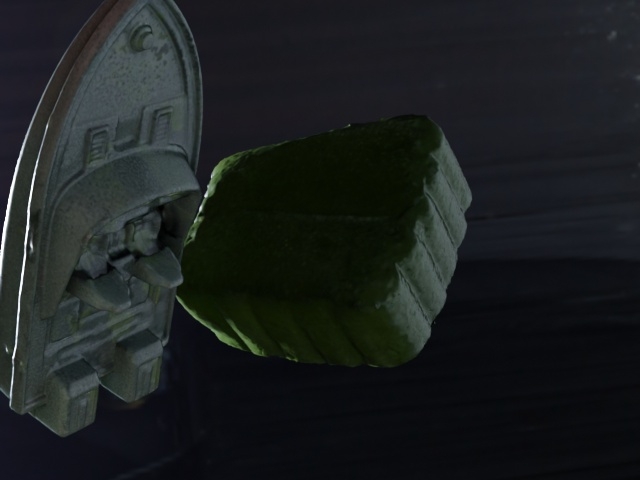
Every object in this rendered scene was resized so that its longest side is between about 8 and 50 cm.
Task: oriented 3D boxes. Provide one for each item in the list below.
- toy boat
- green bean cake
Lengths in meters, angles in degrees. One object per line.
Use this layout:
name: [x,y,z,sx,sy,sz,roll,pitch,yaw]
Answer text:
toy boat: [-0.137,-0.021,0.783,0.092,0.141,0.319,31,125,28]
green bean cake: [0.000,0.000,1.098,0.125,0.248,0.222,58,-137,-46]
